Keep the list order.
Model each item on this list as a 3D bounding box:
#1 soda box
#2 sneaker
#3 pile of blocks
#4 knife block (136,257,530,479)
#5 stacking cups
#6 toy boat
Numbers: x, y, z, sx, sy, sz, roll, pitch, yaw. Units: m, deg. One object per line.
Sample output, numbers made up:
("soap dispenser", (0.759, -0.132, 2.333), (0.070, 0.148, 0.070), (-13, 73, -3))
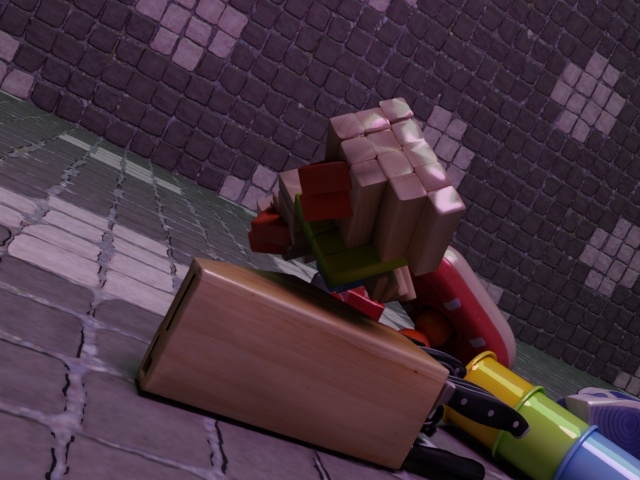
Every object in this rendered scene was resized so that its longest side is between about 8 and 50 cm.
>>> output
("soda box", (0.027, 0.088, 0.841), (0.092, 0.083, 0.263), (27, 4, 4))
("sneaker", (0.370, 0.257, 0.807), (0.316, 0.127, 0.182), (13, -9, -30))
("pile of blocks", (0.000, 0.000, 0.585), (0.113, 0.149, 0.362), (-15, -5, -14))
("knife block", (0.035, 0.113, 0.485), (0.242, 0.088, 0.276), (27, 2, 20))
("stacking cups", (0.272, 0.224, 0.605), (0.316, 0.096, 0.096), (30, 4, 35))
("toy boat", (0.152, 0.124, 0.864), (0.231, 0.151, 0.151), (55, -22, -5))
